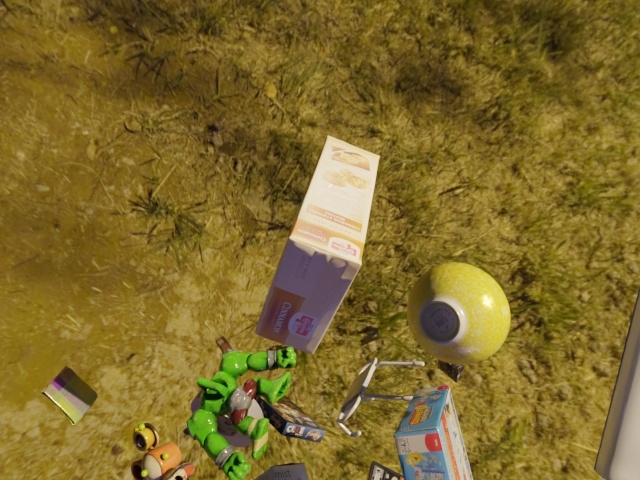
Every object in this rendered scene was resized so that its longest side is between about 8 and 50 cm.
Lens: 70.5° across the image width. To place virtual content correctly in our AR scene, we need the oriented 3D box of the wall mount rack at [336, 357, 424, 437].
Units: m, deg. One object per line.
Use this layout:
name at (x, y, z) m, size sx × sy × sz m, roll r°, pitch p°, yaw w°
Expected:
wall mount rack at (0.204, 0.531, 1.602) m, size 0.130 × 0.304 × 0.350 m, roll 43°, pitch 28°, yaw 2°

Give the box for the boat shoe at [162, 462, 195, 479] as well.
boat shoe at (-0.410, 0.684, 1.297) m, size 0.137 × 0.043 × 0.049 m, roll -11°, pitch 83°, yaw -57°

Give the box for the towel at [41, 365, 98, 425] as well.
towel at (-0.316, 0.195, 0.574) m, size 0.009 × 0.083 × 0.060 m, roll -39°, pitch 101°, yaw -5°

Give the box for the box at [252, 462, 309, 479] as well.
box at (-0.132, 0.745, 1.162) m, size 0.126 × 0.262 × 0.231 m, roll 20°, pitch 34°, yaw -40°

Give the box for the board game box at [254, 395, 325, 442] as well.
board game box at (-0.118, 0.553, 1.448) m, size 0.165 × 0.243 × 0.042 m, roll 30°, pitch 82°, yaw -37°

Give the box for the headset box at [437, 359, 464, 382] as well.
headset box at (0.395, 0.383, 1.385) m, size 0.032 × 0.062 × 0.083 m, roll -28°, pitch 43°, yaw -24°

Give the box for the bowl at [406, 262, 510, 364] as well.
bowl at (0.350, 0.209, 1.238) m, size 0.156 × 0.289 × 0.289 m, roll -3°, pitch 74°, yaw -55°

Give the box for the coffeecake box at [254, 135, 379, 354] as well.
coffeecake box at (0.000, 0.000, 0.483) m, size 0.068 × 0.142 × 0.185 m, roll 20°, pitch 40°, yaw -4°

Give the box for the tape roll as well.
tape roll at (-0.287, 0.531, 1.387) m, size 0.219 × 0.219 × 0.072 m, roll 39°, pitch 40°, yaw -1°

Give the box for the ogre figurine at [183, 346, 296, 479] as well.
ogre figurine at (-0.122, 0.240, 0.683) m, size 0.118 × 0.097 × 0.197 m, roll 15°, pitch 76°, yaw 18°

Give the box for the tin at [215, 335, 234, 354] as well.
tin at (-0.297, 0.369, 1.468) m, size 0.040 × 0.189 × 0.106 m, roll -26°, pitch 99°, yaw -19°

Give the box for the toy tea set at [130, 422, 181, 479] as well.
toy tea set at (-0.552, 0.764, 1.432) m, size 0.200 × 0.124 × 0.336 m, roll 13°, pitch 104°, yaw 27°

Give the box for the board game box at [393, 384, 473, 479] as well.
board game box at (0.256, 0.499, 0.947) m, size 0.086 × 0.302 × 0.308 m, roll -15°, pitch 82°, yaw 19°

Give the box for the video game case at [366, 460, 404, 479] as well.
video game case at (0.241, 0.882, 1.428) m, size 0.248 × 0.035 × 0.275 m, roll 26°, pitch 40°, yaw 4°

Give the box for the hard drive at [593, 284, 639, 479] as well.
hard drive at (0.480, 0.159, 0.538) m, size 0.210 × 0.040 × 0.319 m, roll 16°, pitch 87°, yaw 13°
